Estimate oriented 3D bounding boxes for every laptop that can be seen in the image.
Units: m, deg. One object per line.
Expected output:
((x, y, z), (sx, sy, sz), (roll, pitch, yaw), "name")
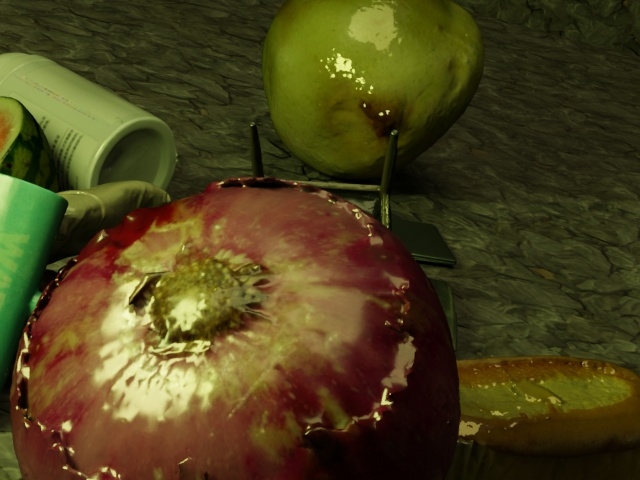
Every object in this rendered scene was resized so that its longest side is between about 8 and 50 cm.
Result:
((0.077, -0.007, 2.110), (0.180, 0.016, 0.129), (8, 22, -15), "laptop")

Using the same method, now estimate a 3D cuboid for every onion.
((-0.066, 0.143, 1.312), (0.358, 0.345, 0.358), (-3, 28, 1), "onion")

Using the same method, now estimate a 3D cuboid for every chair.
((0.000, 0.000, 1.837), (0.188, 0.166, 0.272), (3, -20, 0), "chair")

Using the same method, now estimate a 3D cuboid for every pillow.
((-0.303, -0.002, 1.635), (0.270, 0.067, 0.173), (-15, 1, 27), "pillow")

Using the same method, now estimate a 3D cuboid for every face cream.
((-0.353, -0.156, 2.024), (0.369, 0.145, 0.145), (31, 26, 32), "face cream")

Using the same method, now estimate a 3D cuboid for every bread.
((0.196, 0.185, 1.574), (0.288, 0.119, 0.152), (2, 21, -29), "bread")

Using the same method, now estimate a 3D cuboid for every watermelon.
((-0.367, -0.099, 1.852), (0.159, 0.128, 0.303), (10, 11, -30), "watermelon")

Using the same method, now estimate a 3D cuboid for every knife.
((0.119, 0.100, 1.825), (0.072, 0.019, 0.245), (16, 29, -3), "knife")

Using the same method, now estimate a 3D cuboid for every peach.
((0.059, -0.236, 2.277), (0.281, 0.314, 0.316), (41, 44, -22), "peach")

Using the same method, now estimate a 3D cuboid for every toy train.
((-0.321, 0.037, 1.469), (0.159, 0.248, 0.101), (18, -9, -5), "toy train")

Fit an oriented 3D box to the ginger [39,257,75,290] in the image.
((-0.246, 0.066, 1.650), (0.103, 0.073, 0.162), (29, 22, 8), "ginger")

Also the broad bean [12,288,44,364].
((-0.245, 0.094, 1.539), (0.318, 0.098, 0.056), (11, 12, -7), "broad bean")
